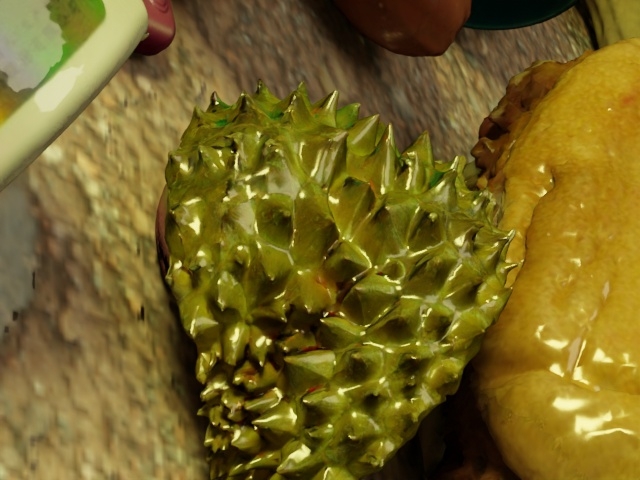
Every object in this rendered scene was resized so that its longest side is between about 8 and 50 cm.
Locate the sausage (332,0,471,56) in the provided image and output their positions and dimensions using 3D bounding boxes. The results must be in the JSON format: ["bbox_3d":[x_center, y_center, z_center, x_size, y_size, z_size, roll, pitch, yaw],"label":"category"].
[{"bbox_3d":[0.009,-0.173,0.747,0.194,0.077,0.077,55,32,-17],"label":"sausage"}]

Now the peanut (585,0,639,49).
[{"bbox_3d":[0.231,-0.173,1.041,0.256,0.124,0.123,61,31,-6],"label":"peanut"}]

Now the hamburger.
[{"bbox_3d":[0.131,0.021,0.695,0.282,0.155,0.245,-19,58,-29],"label":"hamburger"}]

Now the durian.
[{"bbox_3d":[-0.003,-0.002,0.559,0.108,0.119,0.186,50,35,-30],"label":"durian"}]

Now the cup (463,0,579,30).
[{"bbox_3d":[0.102,-0.197,0.876,0.176,0.131,0.155,66,23,-54],"label":"cup"}]

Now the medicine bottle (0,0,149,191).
[{"bbox_3d":[-0.154,-0.105,0.425,0.115,0.078,0.219,-49,114,-23],"label":"medicine bottle"}]

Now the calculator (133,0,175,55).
[{"bbox_3d":[-0.123,-0.140,0.562,0.190,0.034,0.126,10,59,-55],"label":"calculator"}]
